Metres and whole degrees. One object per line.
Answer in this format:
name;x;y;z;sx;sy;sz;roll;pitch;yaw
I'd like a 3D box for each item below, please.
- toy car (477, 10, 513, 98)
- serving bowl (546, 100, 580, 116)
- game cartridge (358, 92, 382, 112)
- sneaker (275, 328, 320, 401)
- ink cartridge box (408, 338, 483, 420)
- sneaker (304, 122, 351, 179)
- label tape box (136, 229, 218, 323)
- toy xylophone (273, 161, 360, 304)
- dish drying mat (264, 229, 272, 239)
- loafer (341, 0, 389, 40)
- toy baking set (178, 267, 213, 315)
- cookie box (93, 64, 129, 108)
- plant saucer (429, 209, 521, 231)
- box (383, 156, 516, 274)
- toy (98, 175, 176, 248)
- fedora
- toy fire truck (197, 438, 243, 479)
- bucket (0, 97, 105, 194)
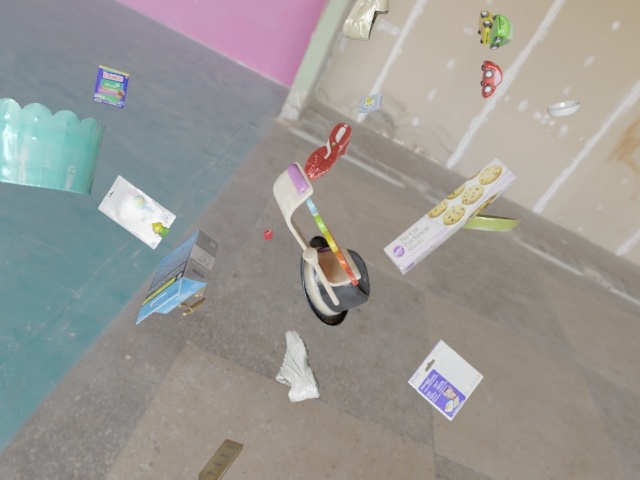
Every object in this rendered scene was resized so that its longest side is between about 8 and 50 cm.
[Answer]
toy car;0.456;-0.511;1.210;0.053;0.238;0.225;-3;1;8
serving bowl;0.685;-0.367;1.319;0.084;0.027;0.083;-17;23;7
game cartridge;0.161;-0.445;1.523;0.083;0.055;0.017;-3;-14;38
sneaker;-0.085;0.372;1.402;0.116;0.090;0.232;-19;48;-3
ink cartridge box;0.454;0.506;1.715;0.208;0.206;0.045;42;-13;3
sneaker;0.037;-0.280;1.584;0.087;0.221;0.128;41;-2;15
label tape box;-0.531;0.154;1.765;0.115;0.249;0.347;40;29;-29
toy xylophone;0.000;0.000;1.014;0.236;0.081;0.322;63;3;38
dish drying mat;-0.195;-0.020;1.752;0.032;0.083;0.008;-13;71;-10
loafer;0.163;-0.687;1.327;0.092;0.268;0.102;33;22;1
toy baking set;-0.543;0.218;2.086;0.030;0.196;0.256;16;19;16
cookie box;-0.667;-0.490;1.495;0.092;0.107;0.040;10;-8;-27
plant saucer;0.417;-0.053;1.280;0.241;0.037;0.241;5;7;-1
box;0.287;-0.053;1.042;0.067;0.324;0.063;52;2;22
toy;-0.605;-0.094;1.568;0.237;0.136;0.056;36;7;6
fedora;0.071;0.133;1.605;0.334;0.153;0.333;27;57;-54
toy fire truck;-0.180;0.529;0.895;0.217;0.158;0.246;15;72;3
bucket;-0.676;-0.218;1.129;0.282;0.182;0.281;9;1;0
